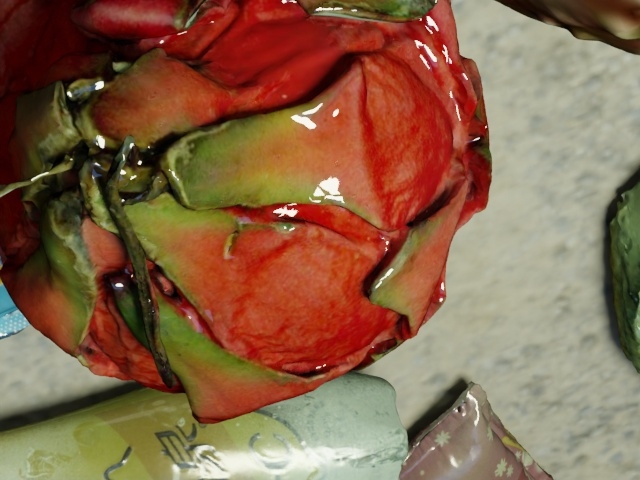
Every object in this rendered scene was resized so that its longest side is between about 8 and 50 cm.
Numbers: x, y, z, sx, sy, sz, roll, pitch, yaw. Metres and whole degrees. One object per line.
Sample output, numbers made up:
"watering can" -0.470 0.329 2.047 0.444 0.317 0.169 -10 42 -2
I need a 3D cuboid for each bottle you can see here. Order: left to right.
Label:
"bottle" -0.090 0.114 0.966 0.270 0.083 0.083 -1 128 -16

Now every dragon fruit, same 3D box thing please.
"dragon fruit" -0.055 -0.037 0.737 0.234 0.234 0.293 -49 160 21

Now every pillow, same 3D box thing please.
"pillow" 0.093 0.167 1.096 0.118 0.043 0.185 -37 130 10

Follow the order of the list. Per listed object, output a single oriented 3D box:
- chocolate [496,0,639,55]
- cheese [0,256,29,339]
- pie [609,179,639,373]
"chocolate" 0.146 -0.217 0.694 0.225 0.210 0.340 -3 129 -19
"cheese" -0.186 -0.045 0.837 0.106 0.037 0.256 -23 130 -1
"pie" 0.269 0.005 1.019 0.241 0.054 0.240 -9 128 -11
